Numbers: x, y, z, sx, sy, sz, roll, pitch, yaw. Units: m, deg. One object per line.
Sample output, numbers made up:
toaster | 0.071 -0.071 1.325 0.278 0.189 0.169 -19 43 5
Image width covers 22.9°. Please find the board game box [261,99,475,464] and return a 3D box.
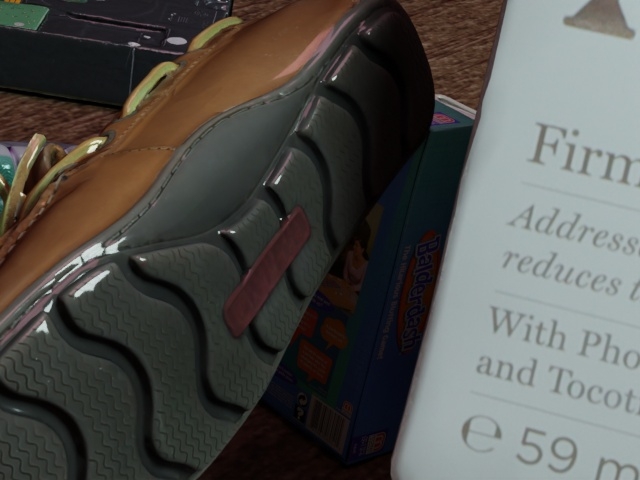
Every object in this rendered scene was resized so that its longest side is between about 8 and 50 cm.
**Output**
board game box | 0.000 0.000 0.929 0.047 0.210 0.160 -11 33 -43

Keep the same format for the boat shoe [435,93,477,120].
boat shoe | 0.033 -0.091 1.263 0.267 0.096 0.088 8 22 -5

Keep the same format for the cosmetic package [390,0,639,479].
cosmetic package | 0.256 -0.042 0.807 0.329 0.394 0.327 14 6 12

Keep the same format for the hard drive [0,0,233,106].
hard drive | -0.255 -0.201 1.421 0.338 0.064 0.237 9 26 -3

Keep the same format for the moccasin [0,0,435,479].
moccasin | -0.090 0.005 0.729 0.147 0.139 0.380 1 44 37

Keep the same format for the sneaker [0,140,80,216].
sneaker | -0.234 -0.035 1.103 0.223 0.083 0.098 3 6 -23
